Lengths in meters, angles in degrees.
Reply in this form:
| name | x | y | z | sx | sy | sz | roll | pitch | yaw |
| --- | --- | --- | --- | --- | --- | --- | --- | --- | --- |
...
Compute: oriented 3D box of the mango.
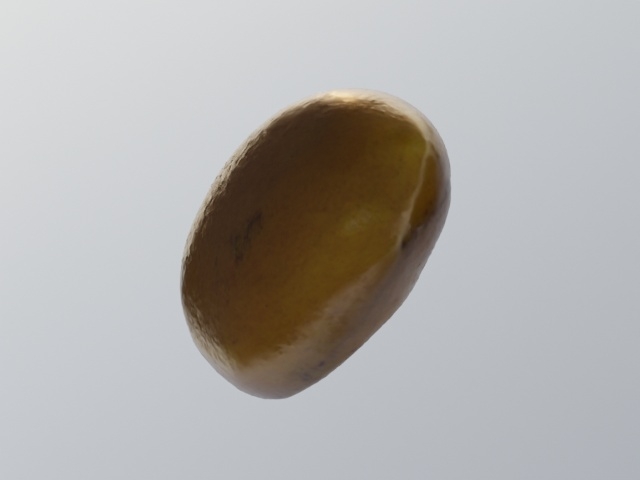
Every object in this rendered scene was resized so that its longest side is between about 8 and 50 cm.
| name | x | y | z | sx | sy | sz | roll | pitch | yaw |
| --- | --- | --- | --- | --- | --- | --- | --- | --- | --- |
| mango | -0.006 | -0.003 | 0.814 | 0.217 | 0.102 | 0.141 | -37 | -157 | 55 |
